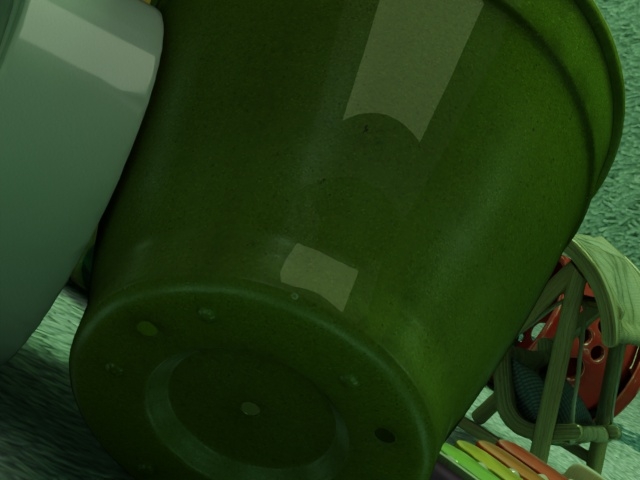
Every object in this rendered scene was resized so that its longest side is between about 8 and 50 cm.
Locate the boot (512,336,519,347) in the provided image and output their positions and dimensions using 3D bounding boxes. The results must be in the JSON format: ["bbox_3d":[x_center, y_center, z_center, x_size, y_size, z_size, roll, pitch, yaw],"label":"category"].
[{"bbox_3d":[0.085,0.022,2.310,0.348,0.131,0.260,48,-2,-31],"label":"boot"}]

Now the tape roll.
[{"bbox_3d":[-0.217,-0.058,1.247,0.100,0.286,0.286,25,7,-18],"label":"tape roll"}]

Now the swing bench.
[{"bbox_3d":[0.249,0.120,1.873,0.165,0.254,0.253,31,8,22],"label":"swing bench"}]

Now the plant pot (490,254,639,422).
[{"bbox_3d":[0.332,0.138,2.352,0.174,0.191,0.191,31,6,-12],"label":"plant pot"}]

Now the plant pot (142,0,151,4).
[{"bbox_3d":[-0.181,-0.137,2.121,0.291,0.291,0.203,26,23,-16],"label":"plant pot"}]

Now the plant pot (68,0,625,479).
[{"bbox_3d":[0.000,0.000,1.222,0.366,0.366,0.353,27,46,-6],"label":"plant pot"}]

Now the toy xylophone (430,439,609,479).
[{"bbox_3d":[0.183,0.240,1.456,0.236,0.081,0.323,32,8,30],"label":"toy xylophone"}]

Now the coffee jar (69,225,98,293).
[{"bbox_3d":[-0.155,0.039,1.637,0.184,0.079,0.096,32,7,34],"label":"coffee jar"}]
